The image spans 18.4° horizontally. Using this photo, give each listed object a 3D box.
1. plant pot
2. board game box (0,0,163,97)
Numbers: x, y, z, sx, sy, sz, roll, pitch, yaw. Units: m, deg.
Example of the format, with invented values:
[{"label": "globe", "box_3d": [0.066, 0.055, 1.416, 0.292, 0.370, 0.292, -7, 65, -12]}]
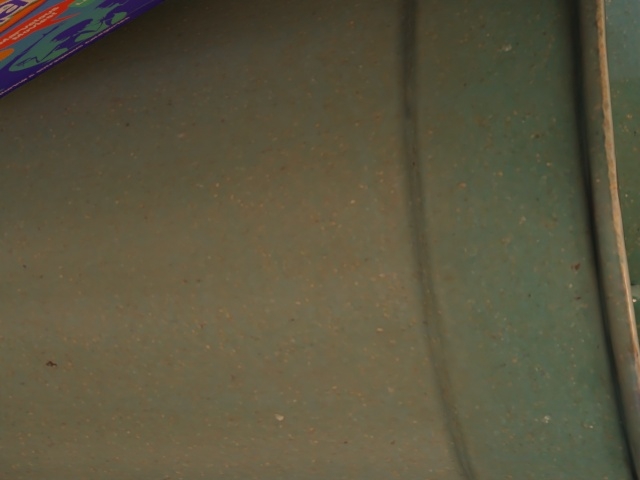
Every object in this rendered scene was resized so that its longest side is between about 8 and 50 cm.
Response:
[{"label": "plant pot", "box_3d": [0.000, 0.000, 0.968, 0.334, 0.341, 0.341, -7, 159, 14]}, {"label": "board game box", "box_3d": [-0.143, -0.090, 0.774, 0.160, 0.047, 0.210, -29, 178, 13]}]
